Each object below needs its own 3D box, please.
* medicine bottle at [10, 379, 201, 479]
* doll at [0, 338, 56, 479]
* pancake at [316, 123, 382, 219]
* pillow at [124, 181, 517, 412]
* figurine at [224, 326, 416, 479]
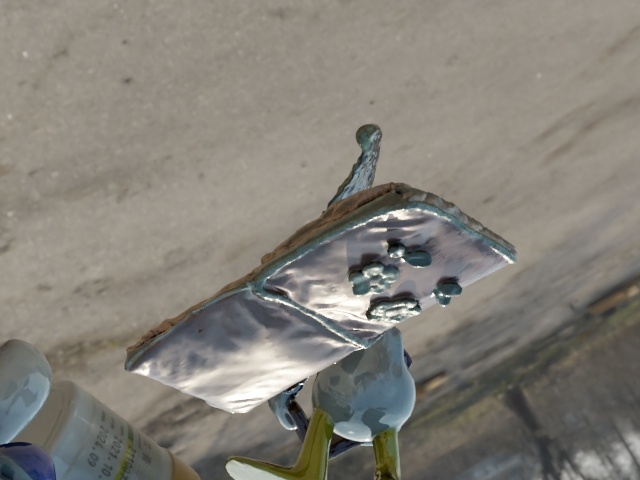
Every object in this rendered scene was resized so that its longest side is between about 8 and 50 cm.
[{"bbox_3d":[-0.309,0.335,1.414,0.238,0.232,0.238,-37,-156,20],"label":"medicine bottle"},{"bbox_3d":[-0.356,0.297,1.013,0.187,0.365,0.376,22,93,-28],"label":"doll"},{"bbox_3d":[0.000,0.000,0.899,0.190,0.020,0.184,-52,164,-43],"label":"pancake"},{"bbox_3d":[-0.003,0.040,0.665,0.232,0.043,0.126,-33,139,27],"label":"pillow"},{"bbox_3d":[0.054,0.126,1.088,0.283,0.204,0.338,118,-5,-65],"label":"figurine"}]
